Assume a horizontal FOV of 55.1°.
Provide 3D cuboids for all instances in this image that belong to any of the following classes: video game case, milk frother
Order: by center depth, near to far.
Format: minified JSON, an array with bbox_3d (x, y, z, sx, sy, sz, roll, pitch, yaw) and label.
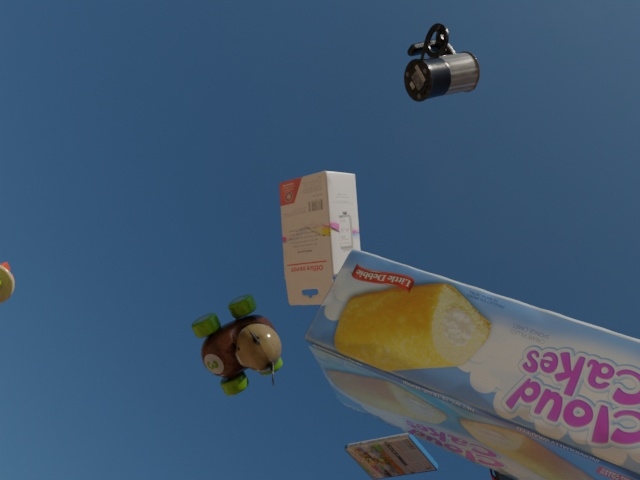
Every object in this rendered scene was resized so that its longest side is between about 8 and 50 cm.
[{"bbox_3d":[0.254,-0.357,1.216,0.143,0.134,0.129,-13,-85,62],"label":"milk frother"},{"bbox_3d":[0.151,0.465,1.315,0.166,0.015,0.119,-23,-62,32],"label":"video game case"}]

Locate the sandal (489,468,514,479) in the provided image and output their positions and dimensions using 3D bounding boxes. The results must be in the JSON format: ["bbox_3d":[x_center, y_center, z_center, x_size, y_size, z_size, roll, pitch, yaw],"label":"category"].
[{"bbox_3d":[0.434,0.568,1.470,0.067,0.179,0.040,15,-38,-22],"label":"sandal"}]

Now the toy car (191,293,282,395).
[{"bbox_3d":[-0.130,0.200,1.099,0.155,0.149,0.188,66,-19,-11],"label":"toy car"}]

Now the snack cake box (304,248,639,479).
[{"bbox_3d":[0.134,0.115,0.475,0.264,0.089,0.152,17,-28,24],"label":"snack cake box"}]

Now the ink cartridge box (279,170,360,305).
[{"bbox_3d":[0.000,0.000,0.958,0.115,0.067,0.198,-8,-96,48],"label":"ink cartridge box"}]

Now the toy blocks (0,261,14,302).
[{"bbox_3d":[-0.430,0.026,0.759,0.123,0.148,0.054,41,-87,-15],"label":"toy blocks"}]
